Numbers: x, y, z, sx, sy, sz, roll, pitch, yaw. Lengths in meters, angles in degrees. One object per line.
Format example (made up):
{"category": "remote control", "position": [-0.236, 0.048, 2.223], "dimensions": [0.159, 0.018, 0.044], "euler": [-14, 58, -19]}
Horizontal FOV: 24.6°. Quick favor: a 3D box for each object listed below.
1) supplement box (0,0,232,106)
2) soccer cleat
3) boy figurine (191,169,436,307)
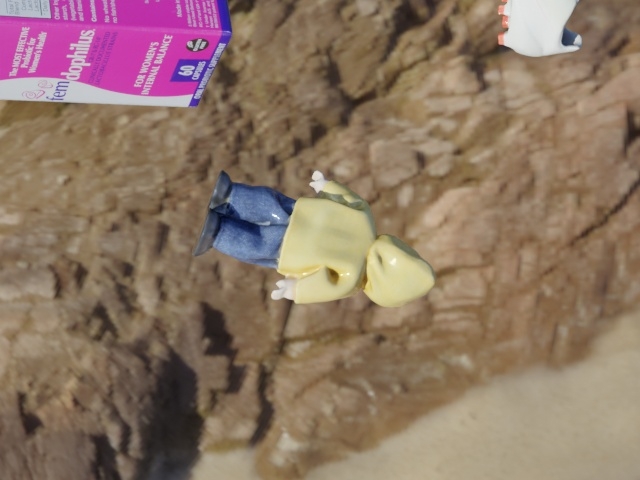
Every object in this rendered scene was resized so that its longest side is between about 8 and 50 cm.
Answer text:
{"category": "supplement box", "position": [-0.196, -0.186, 1.193], "dimensions": [0.220, 0.111, 0.114], "euler": [1, 62, -21]}
{"category": "soccer cleat", "position": [0.190, -0.241, 1.248], "dimensions": [0.076, 0.196, 0.068], "euler": [4, 46, 12]}
{"category": "boy figurine", "position": [0.000, 0.000, 1.742], "dimensions": [0.285, 0.092, 0.177], "euler": [16, 60, -8]}
